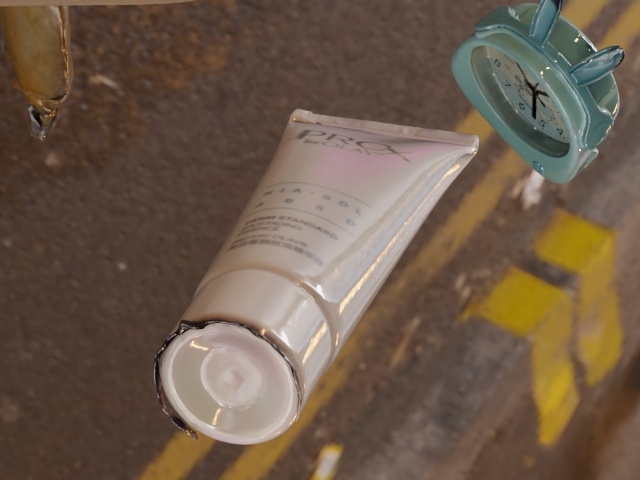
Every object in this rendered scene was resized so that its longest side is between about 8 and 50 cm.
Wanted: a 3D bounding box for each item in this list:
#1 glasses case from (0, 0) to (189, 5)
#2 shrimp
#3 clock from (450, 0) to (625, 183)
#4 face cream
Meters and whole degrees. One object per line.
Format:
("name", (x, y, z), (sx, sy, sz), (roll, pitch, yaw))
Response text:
("glasses case", (-0.094, -0.112, 0.574), (0.196, 0.083, 0.050), (-8, 81, -42))
("shrimp", (-0.151, -0.207, 0.765), (0.068, 0.287, 0.185), (-20, 169, -16))
("clock", (0.134, -0.096, 1.001), (0.045, 0.108, 0.147), (-41, 174, -14))
("face cream", (0.000, 0.000, 0.703), (0.244, 0.092, 0.058), (-59, 158, -58))
